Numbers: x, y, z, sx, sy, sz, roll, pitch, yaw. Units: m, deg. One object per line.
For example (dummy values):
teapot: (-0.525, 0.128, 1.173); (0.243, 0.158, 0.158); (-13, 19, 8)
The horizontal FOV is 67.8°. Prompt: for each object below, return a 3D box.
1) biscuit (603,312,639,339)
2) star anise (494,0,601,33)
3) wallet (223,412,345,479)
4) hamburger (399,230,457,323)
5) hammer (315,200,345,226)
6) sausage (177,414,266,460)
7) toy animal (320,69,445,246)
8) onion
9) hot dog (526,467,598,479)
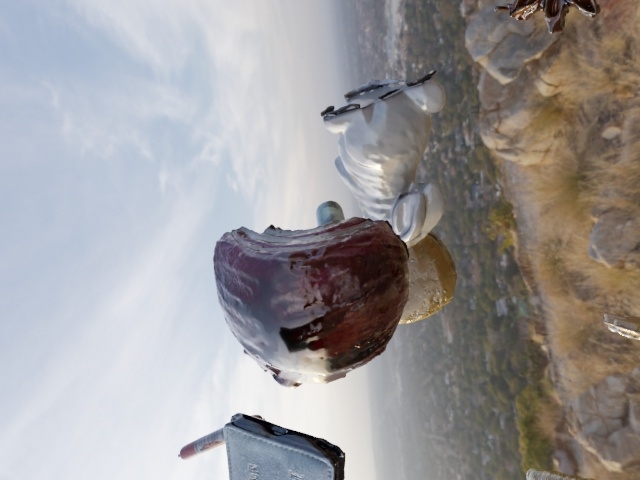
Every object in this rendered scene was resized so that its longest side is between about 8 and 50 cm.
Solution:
biscuit: (0.807, 0.221, 1.149); (0.339, 0.215, 0.047); (10, -89, -66)
star anise: (0.525, -0.558, 1.039); (0.220, 0.125, 0.190); (41, 124, 29)
wallet: (-0.052, 0.340, 0.637); (0.036, 0.167, 0.222); (-39, -45, -60)
hamburger: (0.241, 0.105, 1.370); (0.260, 0.283, 0.144); (55, -149, 8)
hammer: (0.000, 0.000, 1.181); (0.116, 0.069, 0.194); (-101, 32, -48)
sausage: (-0.192, 0.373, 0.897); (0.034, 0.253, 0.034); (36, -144, -32)
toy animal: (0.146, -0.135, 0.963); (0.194, 0.257, 0.358); (-42, -59, -40)
onion: (-0.008, 0.110, 0.714); (0.146, 0.314, 0.280); (-82, -17, -78)
hot dog: (0.616, 0.629, 1.213); (0.286, 0.061, 0.088); (112, 149, -64)
